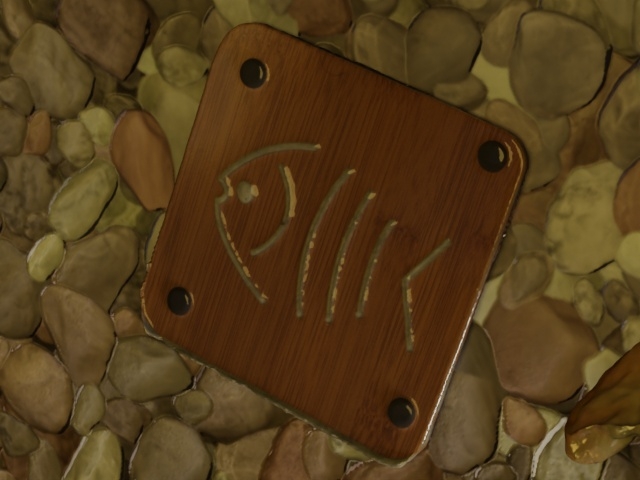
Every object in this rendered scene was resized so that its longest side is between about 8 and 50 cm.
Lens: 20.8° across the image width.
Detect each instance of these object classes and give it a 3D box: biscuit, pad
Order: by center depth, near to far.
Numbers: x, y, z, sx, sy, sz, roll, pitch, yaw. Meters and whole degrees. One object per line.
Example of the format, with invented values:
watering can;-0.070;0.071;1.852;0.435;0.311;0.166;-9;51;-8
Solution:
biscuit;0.305;0.078;1.156;0.299;0.154;0.045;-14;119;42
pad;0.000;0.000;1.386;0.284;0.018;0.286;26;108;24
